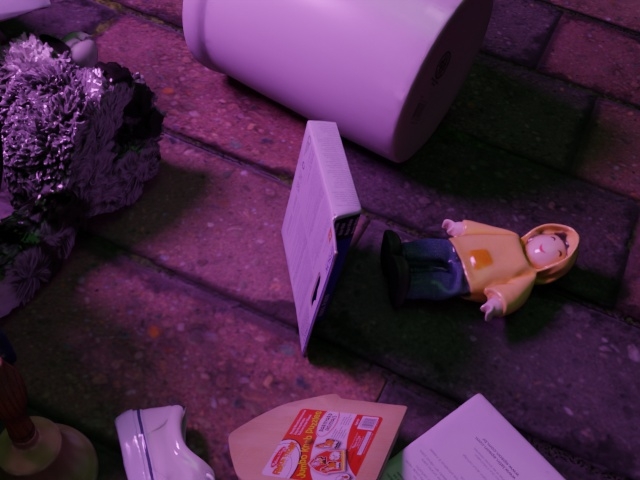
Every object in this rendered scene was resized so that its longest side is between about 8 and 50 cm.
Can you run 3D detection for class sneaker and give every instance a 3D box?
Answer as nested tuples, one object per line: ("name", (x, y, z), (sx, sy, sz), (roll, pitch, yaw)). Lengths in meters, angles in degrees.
("sneaker", (-0.149, 0.280, 0.812), (0.091, 0.094, 0.258), (-16, 53, -14))

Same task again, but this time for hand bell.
("hand bell", (-0.303, 0.187, 0.775), (0.126, 0.242, 0.126), (4, 49, -4))

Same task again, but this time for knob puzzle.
("knob puzzle", (-0.015, 0.242, 0.874), (0.213, 0.030, 0.213), (-7, 23, 3))

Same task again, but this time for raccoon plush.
("raccoon plush", (-0.437, -0.138, 1.073), (0.299, 0.216, 0.446), (21, 50, 21))

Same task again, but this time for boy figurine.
("boy figurine", (0.233, 0.037, 1.074), (0.285, 0.092, 0.177), (-3, 48, -6))

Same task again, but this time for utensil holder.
("utensil holder", (0.034, -0.346, 1.222), (0.386, 0.327, 0.327), (30, 53, 16))

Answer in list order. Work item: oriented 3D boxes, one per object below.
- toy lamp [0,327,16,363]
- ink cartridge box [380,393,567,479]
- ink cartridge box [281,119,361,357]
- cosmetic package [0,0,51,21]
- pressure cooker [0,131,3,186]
("toy lamp", (-0.483, 0.188, 0.862), (0.080, 0.080, 0.275), (39, 53, 23))
("ink cartridge box", (0.161, 0.370, 0.795), (0.330, 0.071, 0.324), (-30, 59, -24))
("ink cartridge box", (0.000, 0.000, 0.986), (0.045, 0.223, 0.224), (1, 50, -14))
("cosmetic package", (-0.608, -0.350, 1.168), (0.284, 0.097, 0.377), (-29, 25, -26))
("pressure cooker", (-0.546, -0.087, 0.768), (0.421, 0.370, 0.375), (-17, 96, -21))
